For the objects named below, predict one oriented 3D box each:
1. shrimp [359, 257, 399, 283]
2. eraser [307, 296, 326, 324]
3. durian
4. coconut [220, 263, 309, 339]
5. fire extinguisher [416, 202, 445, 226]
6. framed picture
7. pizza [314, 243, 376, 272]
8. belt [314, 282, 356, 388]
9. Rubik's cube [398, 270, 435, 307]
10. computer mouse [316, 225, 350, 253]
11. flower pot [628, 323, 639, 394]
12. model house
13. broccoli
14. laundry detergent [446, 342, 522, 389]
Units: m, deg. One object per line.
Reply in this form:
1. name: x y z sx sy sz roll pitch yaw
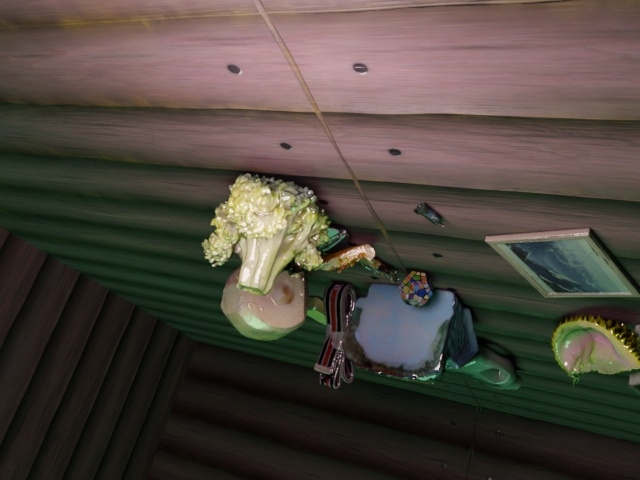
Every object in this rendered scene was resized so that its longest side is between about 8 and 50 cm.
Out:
1. shrimp: 0.168 0.078 1.797 0.161 0.034 0.091 34 166 -22
2. eraser: 0.001 0.283 2.397 0.117 0.058 0.172 -7 149 46
3. durian: 0.765 0.305 1.690 0.158 0.169 0.352 18 160 -3
4. coconut: -0.187 0.194 2.010 0.297 0.297 0.254 27 157 -23
5. fire extinguisher: 0.255 -0.059 1.387 0.083 0.025 0.038 32 -168 -33
6. framed picture: 0.586 0.063 1.435 0.247 0.022 0.335 -5 149 45
7. pizza: 0.066 0.052 1.698 0.271 0.134 0.056 -17 96 48
8. belt: 0.060 0.327 2.074 0.126 0.359 0.094 8 176 -42
9. Rubik's cube: 0.285 0.145 1.776 0.111 0.093 0.111 14 160 5
10. computer mouse: 0.000 0.000 1.682 0.106 0.062 0.192 30 157 -31
11. flower pot: 0.953 0.328 1.579 0.209 0.189 0.239 19 158 -3
12. model house: 0.313 0.340 1.983 0.360 0.297 0.339 2 157 34
13. broccoli: -0.120 -0.001 1.466 0.293 0.280 0.348 24 159 -15
14. laundry detergent: 0.657 0.501 2.343 0.398 0.124 0.264 27 156 -28
